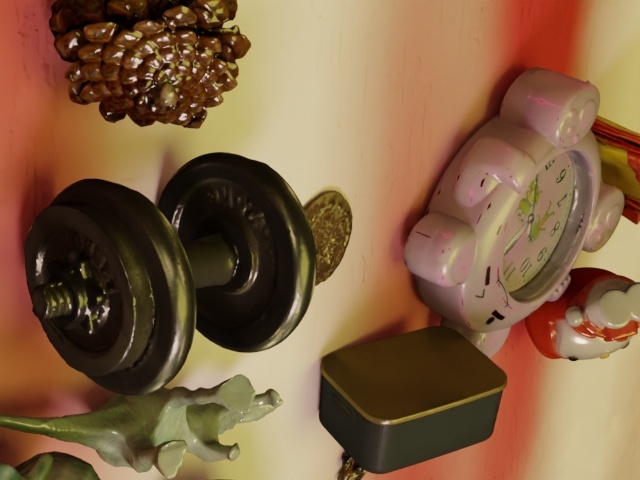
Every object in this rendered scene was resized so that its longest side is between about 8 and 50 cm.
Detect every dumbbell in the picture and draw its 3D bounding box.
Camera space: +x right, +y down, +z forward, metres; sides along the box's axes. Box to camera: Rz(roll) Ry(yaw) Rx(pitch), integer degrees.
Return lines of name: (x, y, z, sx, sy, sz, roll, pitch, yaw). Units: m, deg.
dumbbell: (-0.127, 0.025, 1.155, 0.290, 0.192, 0.192, -16, 122, -46)

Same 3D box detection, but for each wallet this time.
wallet: (0.434, -0.089, 1.843, 0.067, 0.141, 0.241, -56, 143, -5)

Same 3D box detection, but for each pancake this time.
pancake: (0.001, 0.000, 1.455, 0.115, 0.011, 0.114, -28, 130, -40)

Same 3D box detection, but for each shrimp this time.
shrimp: (0.079, 0.241, 1.681, 0.180, 0.041, 0.099, -54, 157, -18)

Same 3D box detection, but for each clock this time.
clock: (0.247, -0.026, 1.667, 0.322, 0.113, 0.295, -50, 142, -19)

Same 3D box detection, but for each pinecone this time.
pinecone: (-0.137, -0.177, 1.067, 0.174, 0.174, 0.173, -29, 130, -40)

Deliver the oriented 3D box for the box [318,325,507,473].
box: (0.106, 0.189, 1.560, 0.201, 0.144, 0.090, -14, 125, -30)

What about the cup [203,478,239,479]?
cup: (-0.106, 0.335, 1.398, 0.199, 0.199, 0.150, -1, 92, -52)

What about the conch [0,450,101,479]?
conch: (-0.273, 0.248, 1.110, 0.220, 0.277, 0.195, -50, -171, 47)

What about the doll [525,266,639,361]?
doll: (0.363, 0.102, 1.815, 0.161, 0.290, 0.129, -16, 85, -14)

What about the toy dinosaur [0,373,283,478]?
toy dinosaur: (-0.168, 0.173, 1.224, 0.393, 0.205, 0.092, -3, 87, -32)
